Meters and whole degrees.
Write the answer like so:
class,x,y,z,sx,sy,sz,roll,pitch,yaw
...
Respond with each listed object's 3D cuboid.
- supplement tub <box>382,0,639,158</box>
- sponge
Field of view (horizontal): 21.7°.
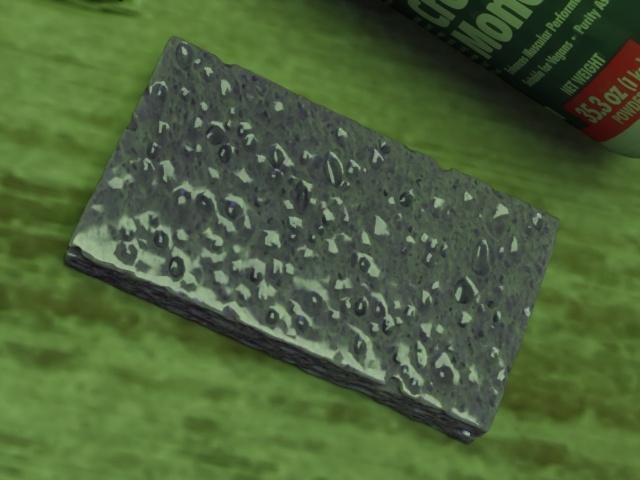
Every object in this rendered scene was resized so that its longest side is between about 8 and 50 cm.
class,x,y,z,sx,sy,sz,roll,pitch,yaw
supplement tub,0.095,-0.181,0.773,0.272,0.191,0.191,32,67,-5
sponge,0.000,0.000,0.775,0.210,0.031,0.117,25,68,-8
